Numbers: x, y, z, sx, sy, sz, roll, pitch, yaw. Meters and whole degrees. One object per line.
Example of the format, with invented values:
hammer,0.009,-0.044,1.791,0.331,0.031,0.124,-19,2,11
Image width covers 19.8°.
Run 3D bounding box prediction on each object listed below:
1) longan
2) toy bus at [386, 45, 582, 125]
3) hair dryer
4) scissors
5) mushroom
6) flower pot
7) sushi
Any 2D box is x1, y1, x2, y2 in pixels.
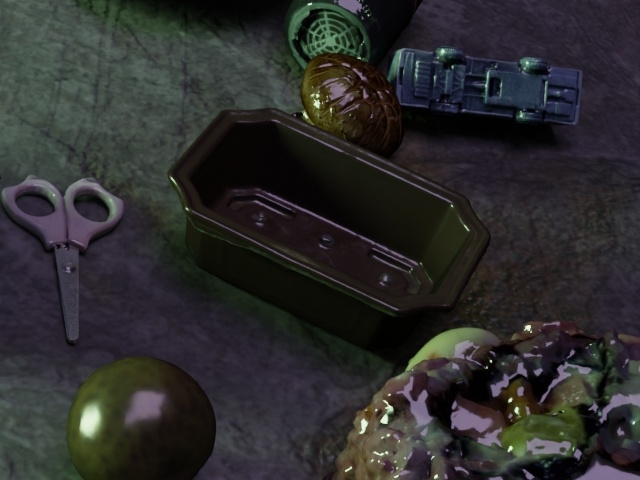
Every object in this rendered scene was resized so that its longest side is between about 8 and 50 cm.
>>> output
longan,-0.123,0.133,1.267,0.113,0.092,0.113,17,44,-17
toy bus,0.153,-0.146,1.738,0.191,0.064,0.075,5,3,-18
hair dryer,0.049,-0.330,1.695,0.107,0.352,0.189,16,38,12
scissors,-0.199,0.013,1.444,0.100,0.015,0.189,5,42,-16
mushroom,0.026,-0.121,1.646,0.109,0.085,0.126,11,28,-9
flower pot,0.000,0.000,1.491,0.251,0.084,0.179,25,39,8
sushi,0.132,0.161,1.284,0.270,0.170,0.236,-10,47,-27
